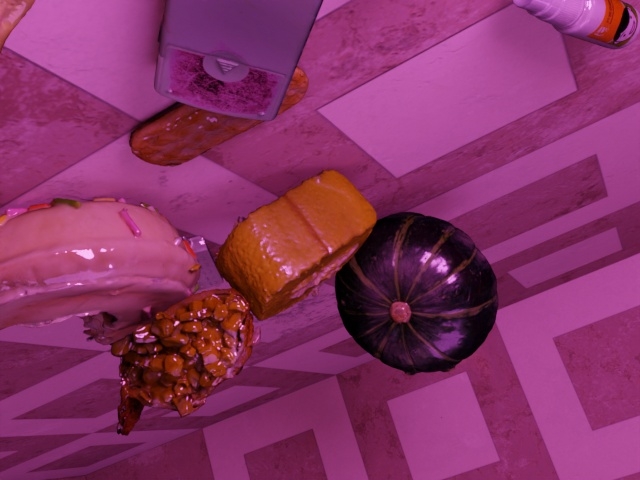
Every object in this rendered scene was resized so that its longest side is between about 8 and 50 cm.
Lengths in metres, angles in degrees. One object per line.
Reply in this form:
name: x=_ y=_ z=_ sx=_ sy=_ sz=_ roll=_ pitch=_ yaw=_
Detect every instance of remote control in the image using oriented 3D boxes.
remote control: x=-0.070 y=-0.233 z=0.666 sx=0.145 sy=0.050 sz=0.344 roll=13 pitch=152 yaw=-13

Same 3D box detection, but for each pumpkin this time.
pumpkin: x=0.186 y=0.103 z=1.402 sx=0.323 sy=0.323 sz=0.241 roll=-33 pitch=178 yaw=35

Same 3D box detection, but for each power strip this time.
power strip: x=-0.227 y=0.044 z=1.329 sx=0.060 sy=0.027 sz=0.252 roll=-17 pitch=160 yaw=-4

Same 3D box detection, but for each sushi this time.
sushi: x=-0.217 y=0.181 z=1.110 sx=0.296 sy=0.166 sz=0.179 roll=-23 pitch=-170 yaw=23

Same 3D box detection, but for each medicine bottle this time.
medicine bottle: x=0.327 y=-0.298 z=0.887 sx=0.221 sy=0.061 sz=0.092 roll=-1 pitch=129 yaw=-39

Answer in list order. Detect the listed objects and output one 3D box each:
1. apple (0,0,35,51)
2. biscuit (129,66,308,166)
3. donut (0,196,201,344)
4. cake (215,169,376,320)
apple: x=-0.310 y=-0.217 z=0.476 sx=0.193 sy=0.120 sz=0.265 roll=-39 pitch=157 yaw=16
biscuit: x=-0.127 y=-0.154 z=0.904 sx=0.247 sy=0.029 sz=0.118 roll=-25 pitch=159 yaw=17
donut: x=-0.348 y=0.049 z=1.067 sx=0.307 sy=0.150 sz=0.371 roll=-25 pitch=159 yaw=22
cake: x=-0.037 y=0.007 z=1.163 sx=0.260 sy=0.156 sz=0.179 roll=-30 pitch=167 yaw=-32
